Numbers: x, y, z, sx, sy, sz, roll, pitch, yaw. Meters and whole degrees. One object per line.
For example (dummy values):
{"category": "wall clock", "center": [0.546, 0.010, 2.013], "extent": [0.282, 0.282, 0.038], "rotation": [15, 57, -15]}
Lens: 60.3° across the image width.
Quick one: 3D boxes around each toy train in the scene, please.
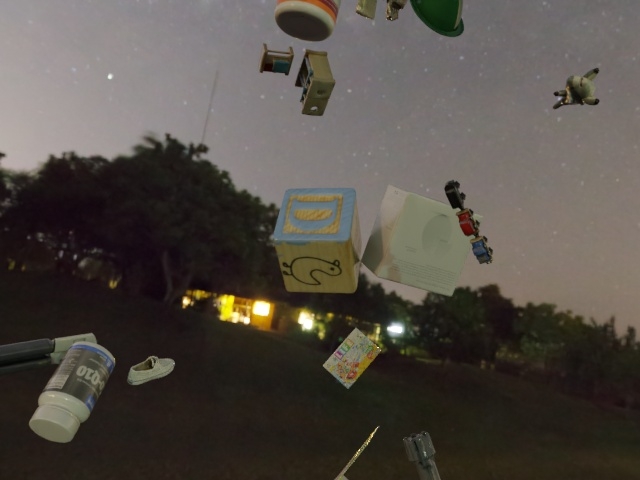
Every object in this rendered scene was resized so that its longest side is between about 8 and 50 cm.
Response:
{"category": "toy train", "center": [0.248, -0.028, 0.921], "extent": [0.027, 0.158, 0.036], "rotation": [-23, 10, 33]}

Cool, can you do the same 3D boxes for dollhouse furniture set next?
{"category": "dollhouse furniture set", "center": [-0.074, -0.441, 1.525], "extent": [0.183, 0.129, 0.129], "rotation": [0, -35, -20]}

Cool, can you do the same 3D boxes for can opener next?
{"category": "can opener", "center": [-0.683, 0.291, 1.362], "extent": [0.095, 0.076, 0.283], "rotation": [27, 20, 39]}

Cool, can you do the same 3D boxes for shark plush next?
{"category": "shark plush", "center": [0.520, -0.313, 1.144], "extent": [0.067, 0.073, 0.161], "rotation": [1, 8, 3]}

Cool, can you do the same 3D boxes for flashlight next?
{"category": "flashlight", "center": [0.309, 0.685, 1.510], "extent": [0.103, 0.304, 0.103], "rotation": [-29, -17, 38]}

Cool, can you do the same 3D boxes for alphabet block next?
{"category": "alphabet block", "center": [0.000, 0.000, 1.400], "extent": [0.192, 0.193, 0.197], "rotation": [1, -44, 13]}

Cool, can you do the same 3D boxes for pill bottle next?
{"category": "pill bottle", "center": [-0.379, 0.231, 0.844], "extent": [0.078, 0.137, 0.078], "rotation": [5, -48, 6]}
{"category": "pill bottle", "center": [-0.009, -0.518, 1.079], "extent": [0.121, 0.221, 0.121], "rotation": [13, -9, 2]}

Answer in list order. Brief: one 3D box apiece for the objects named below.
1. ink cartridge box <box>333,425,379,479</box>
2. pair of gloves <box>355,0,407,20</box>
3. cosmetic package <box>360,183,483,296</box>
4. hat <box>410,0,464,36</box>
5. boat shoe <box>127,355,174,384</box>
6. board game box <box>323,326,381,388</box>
{"category": "ink cartridge box", "center": [0.035, 0.441, 0.957], "extent": [0.056, 0.235, 0.171], "rotation": [42, 2, 15]}
{"category": "pair of gloves", "center": [0.159, -0.662, 1.382], "extent": [0.042, 0.204, 0.240], "rotation": [20, 25, 31]}
{"category": "cosmetic package", "center": [0.257, 0.000, 1.422], "extent": [0.224, 0.225, 0.138], "rotation": [16, 9, -19]}
{"category": "hat", "center": [0.333, -0.628, 1.349], "extent": [0.208, 0.173, 0.183], "rotation": [-20, -14, -39]}
{"category": "boat shoe", "center": [-0.304, 0.228, 0.996], "extent": [0.035, 0.035, 0.100], "rotation": [25, 20, 31]}
{"category": "board game box", "center": [0.096, 0.355, 1.668], "extent": [0.103, 0.154, 0.026], "rotation": [40, -3, 8]}
